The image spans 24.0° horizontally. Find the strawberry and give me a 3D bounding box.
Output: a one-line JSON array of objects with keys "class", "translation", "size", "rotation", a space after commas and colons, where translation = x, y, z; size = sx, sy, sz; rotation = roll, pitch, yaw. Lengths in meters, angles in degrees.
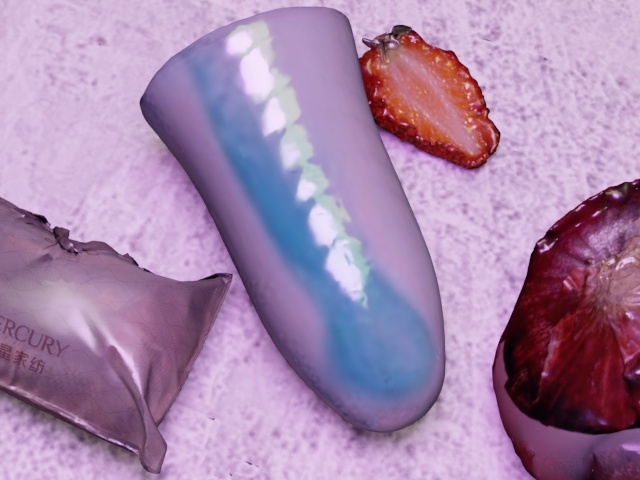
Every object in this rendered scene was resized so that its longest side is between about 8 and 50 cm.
[{"class": "strawberry", "translation": [0.089, -0.120, 1.312], "size": [0.104, 0.048, 0.152], "rotation": [-36, 85, -28]}]

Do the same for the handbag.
[{"class": "handbag", "translation": [-0.205, 0.050, 1.160], "size": [0.270, 0.117, 0.182], "rotation": [23, 55, 8]}]

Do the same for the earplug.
[{"class": "earplug", "translation": [0.000, 0.000, 1.185], "size": [0.185, 0.185, 0.324], "rotation": [-19, 74, -15]}]

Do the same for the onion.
[{"class": "onion", "translation": [0.269, 0.093, 1.147], "size": [0.272, 0.195, 0.272], "rotation": [-26, 46, 30]}]
